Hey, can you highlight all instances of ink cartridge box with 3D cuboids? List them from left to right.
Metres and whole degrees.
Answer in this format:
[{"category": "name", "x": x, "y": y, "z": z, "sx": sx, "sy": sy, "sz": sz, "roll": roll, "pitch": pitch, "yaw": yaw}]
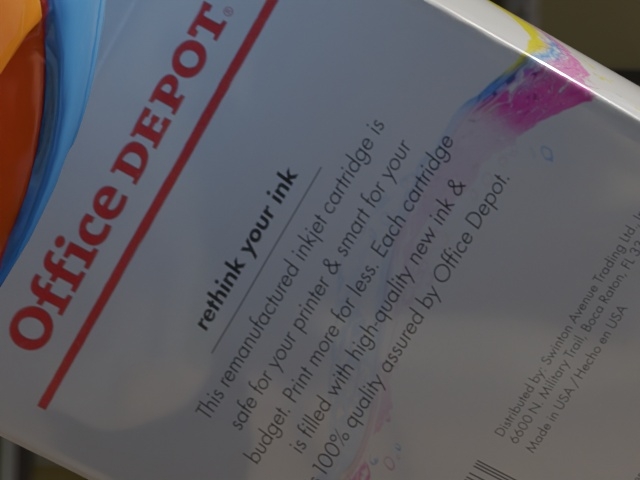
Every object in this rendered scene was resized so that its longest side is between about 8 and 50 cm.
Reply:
[{"category": "ink cartridge box", "x": 0.000, "y": 0.000, "z": 0.643, "sx": 0.207, "sy": 0.353, "sz": 0.119, "roll": -59, "pitch": -170, "yaw": 15}]

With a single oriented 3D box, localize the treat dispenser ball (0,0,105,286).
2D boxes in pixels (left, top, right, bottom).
[{"category": "treat dispenser ball", "x": -0.191, "y": -0.067, "z": 0.383, "sx": 0.288, "sy": 0.288, "sz": 0.288, "roll": -179, "pitch": -90, "yaw": -86}]
